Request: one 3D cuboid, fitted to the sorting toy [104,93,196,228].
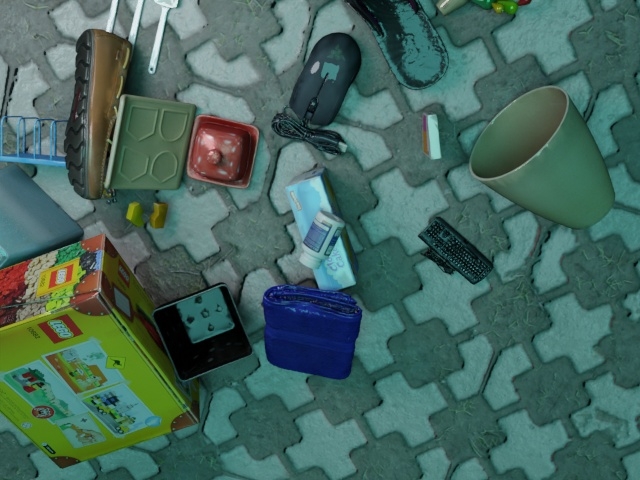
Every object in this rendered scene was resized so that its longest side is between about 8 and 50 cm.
[{"bbox_3d":[-0.401,-0.175,1.611,0.041,0.229,0.307,24,107,31],"label":"sorting toy"}]

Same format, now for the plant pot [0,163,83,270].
[{"bbox_3d":[-0.773,0.000,1.655,0.248,0.252,0.247,-43,97,12],"label":"plant pot"}]

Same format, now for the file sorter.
[{"bbox_3d":[-0.652,-0.236,1.658,0.170,0.118,0.104,5,100,3],"label":"file sorter"}]

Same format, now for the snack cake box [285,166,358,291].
[{"bbox_3d":[0.007,-0.027,1.640,0.089,0.152,0.264,-17,102,8],"label":"snack cake box"}]

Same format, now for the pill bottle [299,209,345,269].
[{"bbox_3d":[0.000,0.000,1.534,0.067,0.067,0.120,26,103,-2],"label":"pill bottle"}]

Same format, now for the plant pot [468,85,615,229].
[{"bbox_3d":[0.516,-0.153,1.542,0.274,0.256,0.256,38,104,-21],"label":"plant pot"}]

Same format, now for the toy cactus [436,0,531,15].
[{"bbox_3d":[0.335,-0.557,1.520,0.180,0.112,0.219,-38,107,22],"label":"toy cactus"}]

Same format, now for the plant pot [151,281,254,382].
[{"bbox_3d":[-0.283,0.201,1.701,0.187,0.167,0.188,-21,103,-4],"label":"plant pot"}]

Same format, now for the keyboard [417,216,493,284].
[{"bbox_3d":[0.321,0.038,1.692,0.192,0.038,0.100,40,104,-5],"label":"keyboard"}]

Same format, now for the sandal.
[{"bbox_3d":[0.136,-0.534,1.527,0.167,0.107,0.446,-36,98,12],"label":"sandal"}]

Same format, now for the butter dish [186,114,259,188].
[{"bbox_3d":[-0.237,-0.201,1.633,0.160,0.118,0.160,13,104,1],"label":"butter dish"}]

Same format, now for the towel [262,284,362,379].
[{"bbox_3d":[-0.022,0.217,1.675,0.227,0.076,0.308,11,141,5],"label":"towel"}]

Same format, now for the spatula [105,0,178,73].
[{"bbox_3d":[-0.421,-0.518,1.619,0.168,0.019,0.242,16,104,-1],"label":"spatula"}]

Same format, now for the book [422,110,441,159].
[{"bbox_3d":[0.247,-0.239,1.573,0.035,0.144,0.096,-6,104,6],"label":"book"}]

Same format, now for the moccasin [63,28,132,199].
[{"bbox_3d":[-0.492,-0.279,1.590,0.147,0.139,0.380,9,80,-40],"label":"moccasin"}]

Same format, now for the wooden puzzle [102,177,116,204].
[{"bbox_3d":[-0.534,-0.129,1.730,0.049,0.006,0.083,-6,104,6],"label":"wooden puzzle"}]

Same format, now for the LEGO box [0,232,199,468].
[{"bbox_3d":[-0.549,0.273,1.613,0.372,0.193,0.500,-19,131,3],"label":"LEGO box"}]

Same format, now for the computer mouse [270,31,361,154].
[{"bbox_3d":[0.009,-0.341,1.603,0.188,0.072,0.272,21,105,0],"label":"computer mouse"}]
